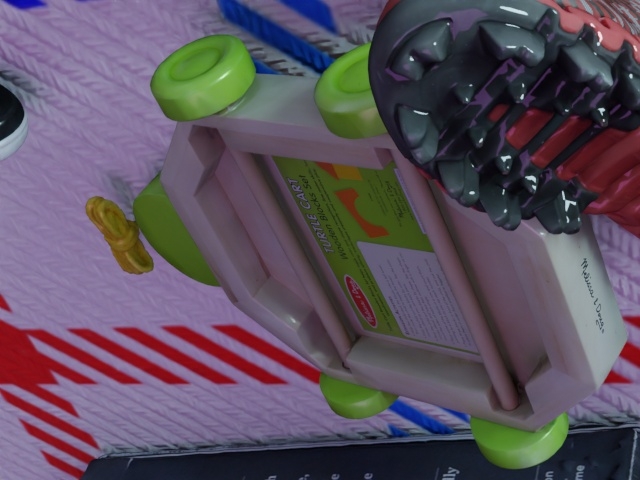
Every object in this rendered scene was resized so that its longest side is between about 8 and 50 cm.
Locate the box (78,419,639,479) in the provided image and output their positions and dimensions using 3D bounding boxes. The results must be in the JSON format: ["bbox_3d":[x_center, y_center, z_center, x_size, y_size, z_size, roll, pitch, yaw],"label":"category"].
[{"bbox_3d":[0.068,0.410,0.948,0.471,0.297,0.480,-8,129,29],"label":"box"}]

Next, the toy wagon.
[{"bbox_3d":[0.000,0.000,0.695,0.344,0.068,0.267,11,140,40],"label":"toy wagon"}]

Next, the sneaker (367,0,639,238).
[{"bbox_3d":[0.114,-0.072,0.518,0.276,0.135,0.097,10,140,-42],"label":"sneaker"}]

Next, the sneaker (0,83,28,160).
[{"bbox_3d":[-0.281,-0.120,0.709,0.216,0.079,0.121,16,137,7],"label":"sneaker"}]
